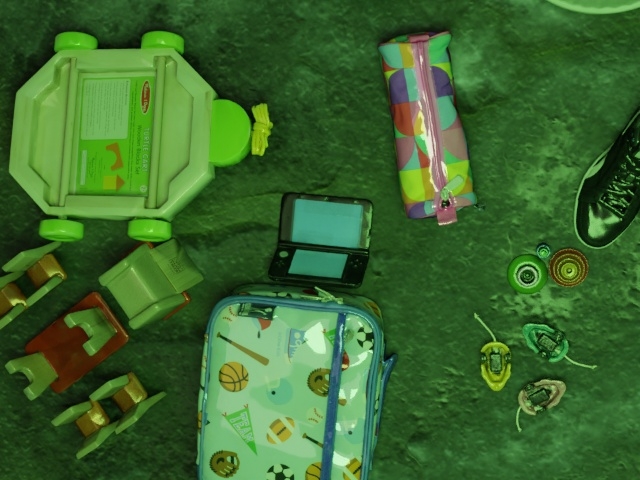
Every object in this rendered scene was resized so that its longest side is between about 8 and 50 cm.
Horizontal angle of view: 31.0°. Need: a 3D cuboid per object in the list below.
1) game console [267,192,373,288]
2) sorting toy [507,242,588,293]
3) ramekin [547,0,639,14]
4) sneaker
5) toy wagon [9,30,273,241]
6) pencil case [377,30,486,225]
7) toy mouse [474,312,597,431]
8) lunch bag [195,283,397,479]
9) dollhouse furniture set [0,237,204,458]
[{"bbox_3d":[0.000,0.000,1.476,0.122,0.107,0.071,5,126,10],"label":"game console"},{"bbox_3d":[0.282,0.035,1.441,0.102,0.042,0.061,-13,94,12],"label":"sorting toy"},{"bbox_3d":[0.335,-0.402,1.337,0.272,0.127,0.273,1,97,11],"label":"ramekin"},{"bbox_3d":[0.367,-0.086,1.371,0.079,0.121,0.217,29,101,7],"label":"sneaker"},{"bbox_3d":[-0.226,-0.131,1.473,0.344,0.068,0.267,1,80,10],"label":"toy wagon"},{"bbox_3d":[0.133,-0.139,1.420,0.104,0.104,0.236,-11,94,11],"label":"pencil case"},{"bbox_3d":[0.276,0.160,1.462,0.143,0.031,0.161,-7,95,11],"label":"toy mouse"},{"bbox_3d":[-0.030,0.201,1.484,0.243,0.115,0.303,7,99,7],"label":"lunch bag"},{"bbox_3d":[-0.289,0.110,1.530,0.259,0.135,0.262,-35,89,23],"label":"dollhouse furniture set"}]
